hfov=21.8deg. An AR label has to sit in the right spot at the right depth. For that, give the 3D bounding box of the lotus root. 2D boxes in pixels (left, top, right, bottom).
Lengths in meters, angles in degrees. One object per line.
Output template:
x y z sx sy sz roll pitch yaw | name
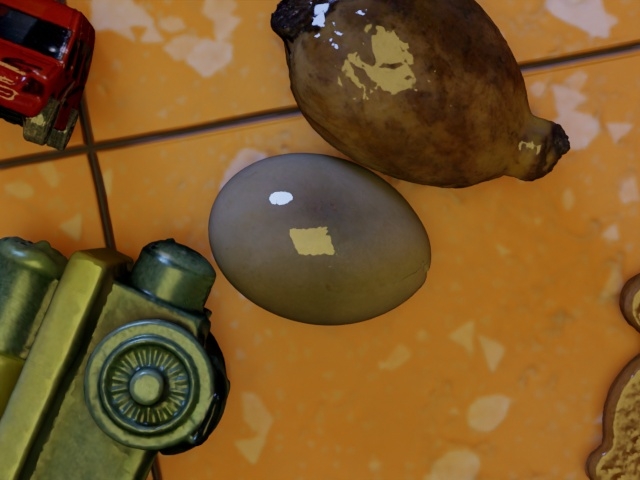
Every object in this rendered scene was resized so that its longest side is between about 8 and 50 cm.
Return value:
0.065 -0.103 1.099 0.214 0.138 0.138 37 93 -6 | lotus root

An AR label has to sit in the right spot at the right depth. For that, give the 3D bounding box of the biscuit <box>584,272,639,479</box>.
0.287 0.094 1.167 0.184 0.035 0.248 22 95 -2 | biscuit

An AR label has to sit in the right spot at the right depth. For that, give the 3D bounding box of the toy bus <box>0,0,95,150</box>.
-0.191 -0.113 1.057 0.081 0.195 0.089 21 91 -3 | toy bus

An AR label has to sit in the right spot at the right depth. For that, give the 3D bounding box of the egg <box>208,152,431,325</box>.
0.000 0.000 1.113 0.152 0.114 0.114 17 94 -6 | egg

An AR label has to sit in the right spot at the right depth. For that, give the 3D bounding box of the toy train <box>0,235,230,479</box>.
-0.207 0.152 1.112 0.237 0.150 0.369 24 92 3 | toy train
